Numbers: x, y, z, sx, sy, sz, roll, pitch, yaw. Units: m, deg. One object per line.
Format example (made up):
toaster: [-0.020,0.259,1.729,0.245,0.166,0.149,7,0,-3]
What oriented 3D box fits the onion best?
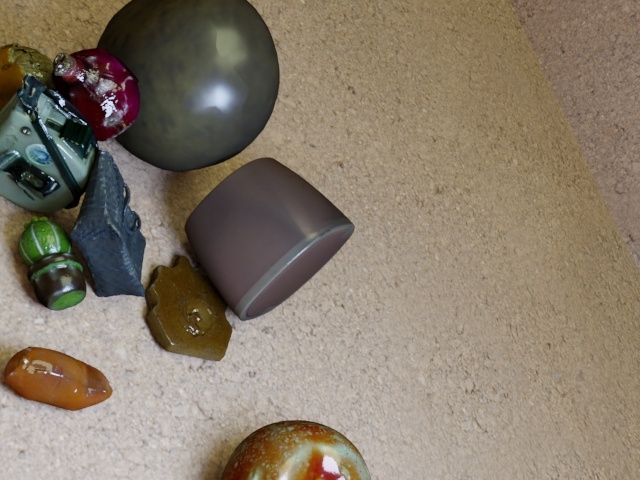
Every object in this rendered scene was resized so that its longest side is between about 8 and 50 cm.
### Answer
onion: [-0.392,-0.275,1.894,0.173,0.135,0.198,52,-9,22]

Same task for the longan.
longan: [-0.261,-0.320,2.117,0.336,0.404,0.404,9,54,-43]

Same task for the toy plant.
toy plant: [-0.458,0.034,1.846,0.093,0.093,0.162,-4,59,-48]

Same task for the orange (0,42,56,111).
orange: [-0.547,-0.278,1.972,0.157,0.134,0.156,-1,65,2]

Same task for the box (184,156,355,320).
box: [-0.106,-0.013,2.105,0.216,0.301,0.301,49,36,12]

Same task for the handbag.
handbag: [-0.359,-0.016,1.909,0.270,0.089,0.175,80,10,-50]

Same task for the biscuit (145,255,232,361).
biscuit: [-0.251,0.123,2.038,0.182,0.034,0.215,18,46,-38]

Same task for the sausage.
sausage: [-0.421,0.223,1.742,0.179,0.089,0.089,26,44,-35]

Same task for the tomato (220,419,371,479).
tomato: [-0.050,0.440,1.836,0.270,0.223,0.270,10,72,-31]

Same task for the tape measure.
tape measure: [-0.473,-0.147,1.857,0.207,0.235,0.115,35,43,-22]
